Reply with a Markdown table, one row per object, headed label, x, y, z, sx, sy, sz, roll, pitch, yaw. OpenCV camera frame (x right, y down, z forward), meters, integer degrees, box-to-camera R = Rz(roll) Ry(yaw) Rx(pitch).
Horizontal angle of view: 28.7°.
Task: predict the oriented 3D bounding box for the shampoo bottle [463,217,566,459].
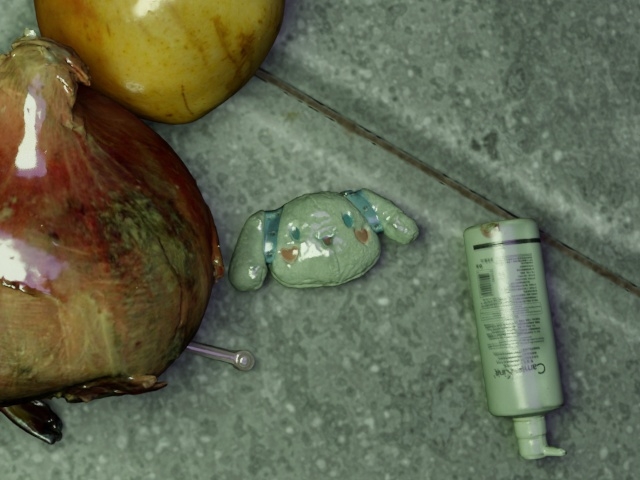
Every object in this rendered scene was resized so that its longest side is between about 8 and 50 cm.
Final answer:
| label | x | y | z | sx | sy | sz | roll | pitch | yaw |
| --- | --- | --- | --- | --- | --- | --- | --- | --- | --- |
| shampoo bottle | 0.217 | 0.109 | 1.381 | 0.085 | 0.085 | 0.262 | -6 | 85 | -14 |

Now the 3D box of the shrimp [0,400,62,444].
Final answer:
| label | x | y | z | sx | sy | sz | roll | pitch | yaw |
| --- | --- | --- | --- | --- | --- | --- | --- | --- | --- |
| shrimp | -0.333 | 0.223 | 1.247 | 0.289 | 0.075 | 0.178 | 26 | 74 | 4 |

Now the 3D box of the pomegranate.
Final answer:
| label | x | y | z | sx | sy | sz | roll | pitch | yaw |
| --- | --- | --- | --- | --- | --- | --- | --- | --- | --- |
| pomegranate | -0.159 | -0.252 | 1.245 | 0.264 | 0.264 | 0.264 | 2 | 82 | -13 |

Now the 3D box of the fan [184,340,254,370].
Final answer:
| label | x | y | z | sx | sy | sz | roll | pitch | yaw |
| --- | --- | --- | --- | --- | --- | --- | --- | --- | --- |
| fan | -0.204 | 0.090 | 1.314 | 0.282 | 0.023 | 0.057 | 14 | 71 | -12 |

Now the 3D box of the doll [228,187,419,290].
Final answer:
| label | x | y | z | sx | sy | sz | roll | pitch | yaw |
| --- | --- | --- | --- | --- | --- | --- | --- | --- | --- |
| doll | 0.000 | 0.000 | 1.351 | 0.214 | 0.071 | 0.104 | -14 | 78 | -8 |

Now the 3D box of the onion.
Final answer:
| label | x | y | z | sx | sy | sz | roll | pitch | yaw |
| --- | --- | --- | --- | --- | --- | --- | --- | --- | --- |
| onion | -0.263 | 0.000 | 1.174 | 0.353 | 0.353 | 0.354 | 2 | 82 | -13 |
